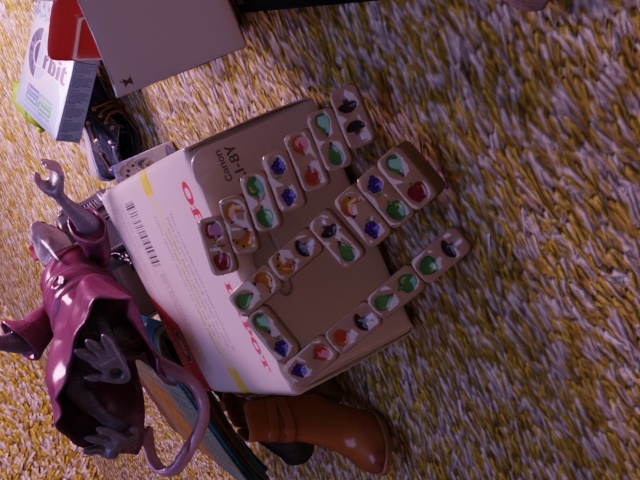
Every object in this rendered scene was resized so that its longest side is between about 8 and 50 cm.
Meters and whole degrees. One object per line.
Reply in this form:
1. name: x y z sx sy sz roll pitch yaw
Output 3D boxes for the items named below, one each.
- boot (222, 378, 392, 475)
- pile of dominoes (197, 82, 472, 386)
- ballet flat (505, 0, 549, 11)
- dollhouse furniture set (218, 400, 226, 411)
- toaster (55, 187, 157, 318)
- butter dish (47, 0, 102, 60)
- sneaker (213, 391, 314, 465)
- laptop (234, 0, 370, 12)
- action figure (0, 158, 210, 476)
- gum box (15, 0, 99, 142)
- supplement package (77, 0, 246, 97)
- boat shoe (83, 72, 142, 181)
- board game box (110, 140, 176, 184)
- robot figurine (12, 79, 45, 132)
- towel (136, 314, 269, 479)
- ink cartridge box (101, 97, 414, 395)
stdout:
1. boot: -0.017 0.226 1.621 0.197 0.152 0.073 34 118 52
2. pile of dominoes: 0.000 0.000 1.280 0.251 0.040 0.196 -41 87 23
3. ballet flat: 0.062 -0.293 0.957 0.316 0.106 0.107 65 158 -3
4. dollhouse furniture set: -0.161 0.237 2.063 0.114 0.081 0.091 37 146 48
5. toaster: -0.310 0.032 2.117 0.227 0.129 0.146 37 150 44
6. butter dish: -0.247 -0.292 1.630 0.160 0.160 0.118 121 143 -64
7. sneaker: -0.105 0.207 1.887 0.286 0.109 0.130 47 159 39
8. laptop: -0.047 -0.346 1.266 0.264 0.136 0.234 -102 -3 -66
9. action figure: -0.279 0.078 1.694 0.248 0.275 0.370 -55 33 15
10. gum box: -0.371 -0.255 1.943 0.157 0.041 0.184 40 119 46
11. supplement package: -0.159 -0.237 1.366 0.244 0.134 0.139 -110 -2 -78
12. boat shoe: -0.310 -0.179 1.982 0.083 0.065 0.183 -8 101 47
13. board game box: -0.227 -0.077 1.855 0.020 0.090 0.090 0 114 68
14. robot figurine: -0.467 -0.228 2.254 0.115 0.067 0.101 43 142 41
15. towel: -0.212 0.201 1.936 0.271 0.040 0.370 59 163 -18
16. ink cartridge box: -0.083 0.019 1.547 0.279 0.160 0.384 66 159 -5
